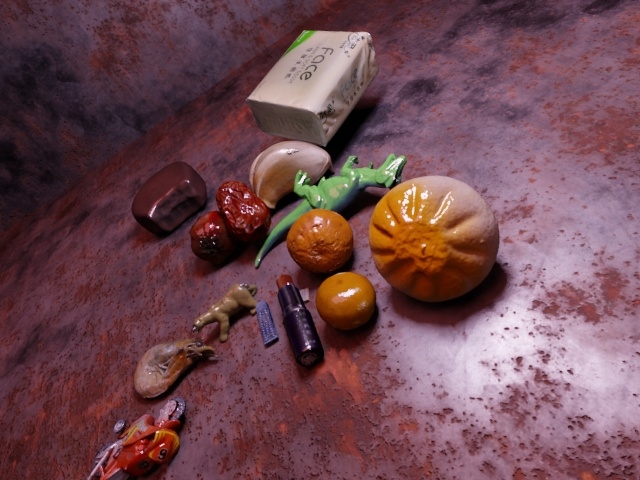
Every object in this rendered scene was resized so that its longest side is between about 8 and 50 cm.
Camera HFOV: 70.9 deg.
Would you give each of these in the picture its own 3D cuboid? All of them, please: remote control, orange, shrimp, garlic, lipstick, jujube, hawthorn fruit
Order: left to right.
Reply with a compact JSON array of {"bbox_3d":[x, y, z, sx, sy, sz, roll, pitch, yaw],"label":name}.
[{"bbox_3d":[-0.435,0.372,1.321,0.318,0.077,0.168,-19,51,26],"label":"shrimp"},{"bbox_3d":[-0.380,-0.026,1.611,0.181,0.181,0.235,-32,28,4],"label":"hawthorn fruit"},{"bbox_3d":[-0.263,-0.101,1.514,0.155,0.155,0.230,-40,60,-5],"label":"jujube"},{"bbox_3d":[-0.154,0.233,1.287,0.044,0.027,0.152,-26,41,2],"label":"remote control"},{"bbox_3d":[-0.129,-0.255,1.653,0.313,0.286,0.249,-41,83,2],"label":"garlic"},{"bbox_3d":[-0.066,0.203,1.204,0.081,0.081,0.299,-32,41,4],"label":"lipstick"},{"bbox_3d":[0.000,0.000,1.293,0.194,0.193,0.161,-25,15,13],"label":"orange"},{"bbox_3d":[0.065,0.153,1.132,0.156,0.124,0.156,-13,30,8],"label":"orange"}]

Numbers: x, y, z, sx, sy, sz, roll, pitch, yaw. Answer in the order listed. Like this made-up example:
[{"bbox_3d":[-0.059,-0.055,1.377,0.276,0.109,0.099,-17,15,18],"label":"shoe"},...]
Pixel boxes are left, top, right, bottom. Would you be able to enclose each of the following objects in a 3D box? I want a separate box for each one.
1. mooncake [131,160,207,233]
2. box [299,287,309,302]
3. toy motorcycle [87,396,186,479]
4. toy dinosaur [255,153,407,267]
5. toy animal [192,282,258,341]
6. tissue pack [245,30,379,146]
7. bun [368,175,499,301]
[{"bbox_3d":[-0.639,-0.183,1.950,0.334,0.174,0.325,6,57,36],"label":"mooncake"},{"bbox_3d":[-0.071,0.169,1.301,0.083,0.012,0.046,-21,42,15],"label":"box"},{"bbox_3d":[-0.468,0.532,1.157,0.298,0.089,0.171,-37,39,-1],"label":"toy motorcycle"},{"bbox_3d":[0.028,-0.072,1.421,0.375,0.144,0.499,22,79,47],"label":"toy dinosaur"},{"bbox_3d":[-0.280,0.206,1.345,0.219,0.101,0.103,-42,41,-8],"label":"toy animal"},{"bbox_3d":[-0.025,-0.575,1.660,0.332,0.205,0.404,20,69,31],"label":"tissue pack"},{"bbox_3d":[0.245,0.004,1.017,0.299,0.298,0.165,-11,4,28],"label":"bun"}]
